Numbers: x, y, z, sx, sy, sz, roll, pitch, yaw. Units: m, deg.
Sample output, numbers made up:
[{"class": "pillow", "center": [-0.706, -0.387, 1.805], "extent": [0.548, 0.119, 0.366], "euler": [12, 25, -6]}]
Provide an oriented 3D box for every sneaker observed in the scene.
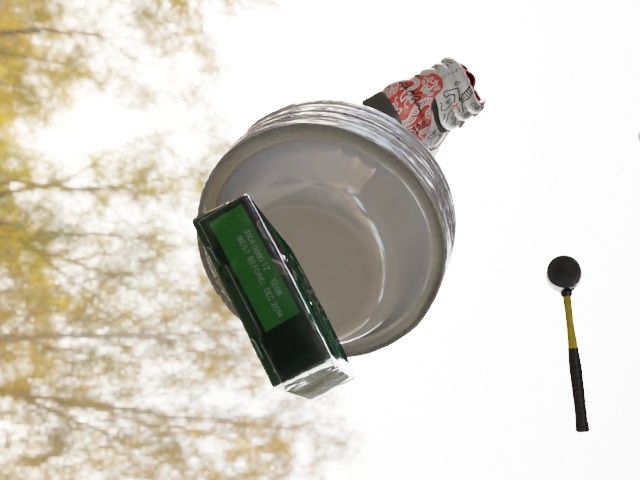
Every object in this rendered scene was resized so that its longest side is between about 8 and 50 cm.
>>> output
[{"class": "sneaker", "center": [0.145, -0.144, 1.358], "extent": [0.090, 0.145, 0.270], "euler": [62, 2, 19]}]

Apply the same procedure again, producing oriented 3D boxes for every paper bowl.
[{"class": "paper bowl", "center": [0.000, 0.000, 1.149], "extent": [0.148, 0.284, 0.284], "euler": [-60, 172, -60]}]

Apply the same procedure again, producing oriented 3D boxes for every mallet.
[{"class": "mallet", "center": [0.268, 0.107, 1.113], "extent": [0.062, 0.039, 0.190], "euler": [51, 34, -70]}]

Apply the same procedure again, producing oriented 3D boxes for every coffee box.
[{"class": "coffee box", "center": [-0.024, 0.043, 0.675], "extent": [0.113, 0.040, 0.184], "euler": [62, 0, 14]}]

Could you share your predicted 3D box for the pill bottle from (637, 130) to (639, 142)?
[{"class": "pill bottle", "center": [0.644, -0.226, 1.741], "extent": [0.229, 0.131, 0.131], "euler": [-46, -152, 0]}]
